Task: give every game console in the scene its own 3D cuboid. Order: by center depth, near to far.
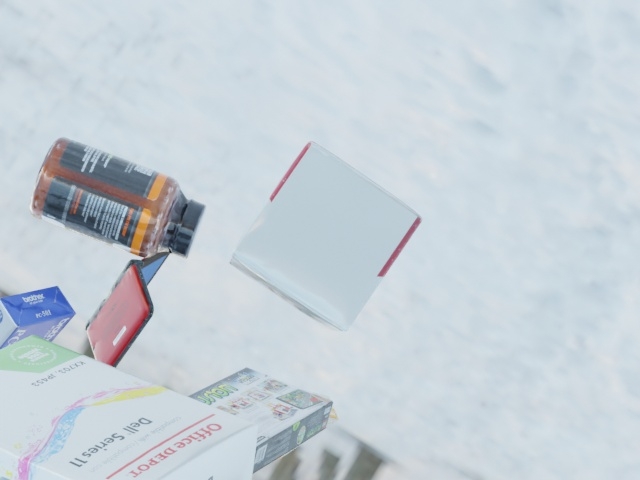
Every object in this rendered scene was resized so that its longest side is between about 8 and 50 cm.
[{"bbox_3d":[-0.232,0.088,2.195,0.085,0.144,0.124,5,-133,-36],"label":"game console"}]

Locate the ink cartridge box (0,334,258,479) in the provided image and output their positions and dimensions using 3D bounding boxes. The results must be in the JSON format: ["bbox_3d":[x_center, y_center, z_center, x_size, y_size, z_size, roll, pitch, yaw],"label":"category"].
[{"bbox_3d":[-0.201,0.220,1.608,0.353,0.119,0.207,18,-155,27],"label":"ink cartridge box"}]

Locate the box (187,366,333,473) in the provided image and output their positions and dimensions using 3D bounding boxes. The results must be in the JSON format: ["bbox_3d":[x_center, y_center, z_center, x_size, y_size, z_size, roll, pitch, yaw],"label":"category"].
[{"bbox_3d":[-0.078,0.191,1.840,0.114,0.036,0.207,20,-165,20],"label":"box"}]

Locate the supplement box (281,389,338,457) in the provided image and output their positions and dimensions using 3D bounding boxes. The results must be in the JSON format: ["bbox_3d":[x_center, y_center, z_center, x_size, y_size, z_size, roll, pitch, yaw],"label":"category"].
[{"bbox_3d":[-0.036,0.226,2.116,0.062,0.098,0.036,22,-143,-56],"label":"supplement box"}]

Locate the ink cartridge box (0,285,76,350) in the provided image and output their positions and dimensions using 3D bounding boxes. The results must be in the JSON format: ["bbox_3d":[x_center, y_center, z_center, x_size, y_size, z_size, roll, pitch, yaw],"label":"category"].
[{"bbox_3d":[-0.380,0.137,1.998,0.097,0.207,0.046,-12,-119,-54],"label":"ink cartridge box"}]

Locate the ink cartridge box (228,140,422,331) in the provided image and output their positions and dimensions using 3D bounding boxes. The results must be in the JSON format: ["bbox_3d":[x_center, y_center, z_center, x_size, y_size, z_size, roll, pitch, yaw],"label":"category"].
[{"bbox_3d":[0.000,0.000,1.597,0.127,0.128,0.176,34,176,-3],"label":"ink cartridge box"}]

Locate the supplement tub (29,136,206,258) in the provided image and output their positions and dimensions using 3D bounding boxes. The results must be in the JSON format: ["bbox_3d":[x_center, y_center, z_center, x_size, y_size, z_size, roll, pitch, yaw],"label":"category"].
[{"bbox_3d":[-0.239,-0.044,2.052,0.198,0.106,0.106,21,170,-1],"label":"supplement tub"}]
